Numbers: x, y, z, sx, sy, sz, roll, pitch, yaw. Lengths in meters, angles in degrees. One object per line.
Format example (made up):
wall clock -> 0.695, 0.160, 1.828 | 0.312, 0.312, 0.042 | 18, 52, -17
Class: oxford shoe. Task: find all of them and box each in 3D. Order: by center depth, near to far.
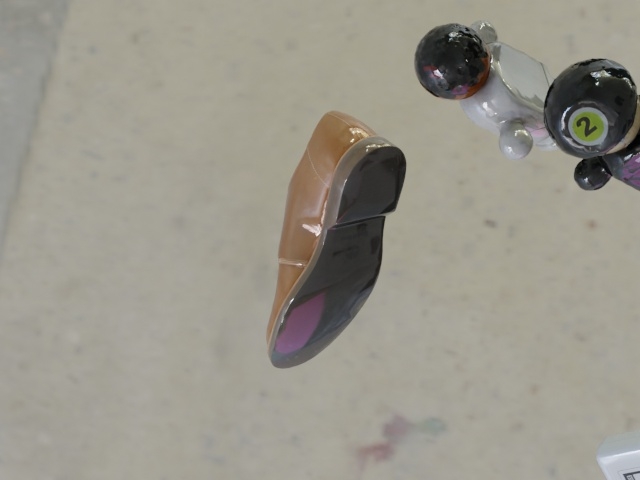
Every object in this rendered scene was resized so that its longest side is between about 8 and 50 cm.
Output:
oxford shoe -> 0.000, 0.000, 1.458 | 0.076, 0.076, 0.212 | -6, 128, -39

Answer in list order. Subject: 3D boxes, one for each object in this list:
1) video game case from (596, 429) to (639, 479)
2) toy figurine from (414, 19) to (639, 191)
video game case -> 0.433, 0.275, 1.670 | 0.329, 0.300, 0.036 | 60, 37, -18
toy figurine -> 0.172, -0.142, 1.216 | 0.148, 0.209, 0.213 | 21, 94, -44
